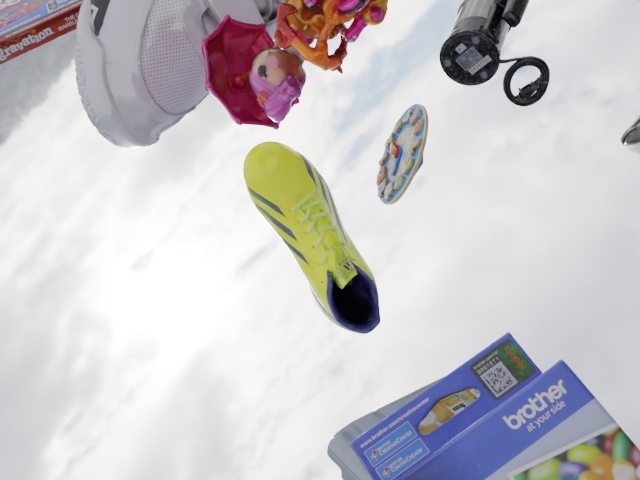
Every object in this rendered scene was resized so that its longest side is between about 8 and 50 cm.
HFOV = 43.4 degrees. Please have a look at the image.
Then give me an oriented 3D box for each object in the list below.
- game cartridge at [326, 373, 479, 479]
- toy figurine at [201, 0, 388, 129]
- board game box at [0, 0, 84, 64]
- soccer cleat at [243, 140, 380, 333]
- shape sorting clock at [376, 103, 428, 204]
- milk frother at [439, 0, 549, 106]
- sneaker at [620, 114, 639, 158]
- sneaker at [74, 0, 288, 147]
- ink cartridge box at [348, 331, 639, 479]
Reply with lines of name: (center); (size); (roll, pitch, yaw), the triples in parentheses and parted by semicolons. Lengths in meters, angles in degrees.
game cartridge: (0.178, 0.226, 0.851); (0.198, 0.297, 0.062); (34, -54, 38)
toy figurine: (-0.013, -0.139, 0.524); (0.159, 0.130, 0.173); (-59, -146, 24)
board game box: (-0.296, -0.285, 0.940); (0.281, 0.027, 0.145); (-30, -139, -14)
soccer cleat: (0.001, 0.000, 1.002); (0.093, 0.289, 0.121); (-34, -148, -7)
shape sorting clock: (0.156, -0.169, 1.572); (0.206, 0.040, 0.206); (-166, -90, -78)
milk frother: (0.258, -0.273, 1.155); (0.129, 0.143, 0.134); (-15, -148, 34)
sneaker: (0.679, -0.130, 1.193); (0.169, 0.257, 0.447); (-44, -172, -14)
sneaker: (-0.041, -0.225, 0.667); (0.210, 0.137, 0.365); (7, -124, 36)
ink cartridge box: (0.182, 0.231, 0.622); (0.186, 0.065, 0.311); (-32, -114, -12)
